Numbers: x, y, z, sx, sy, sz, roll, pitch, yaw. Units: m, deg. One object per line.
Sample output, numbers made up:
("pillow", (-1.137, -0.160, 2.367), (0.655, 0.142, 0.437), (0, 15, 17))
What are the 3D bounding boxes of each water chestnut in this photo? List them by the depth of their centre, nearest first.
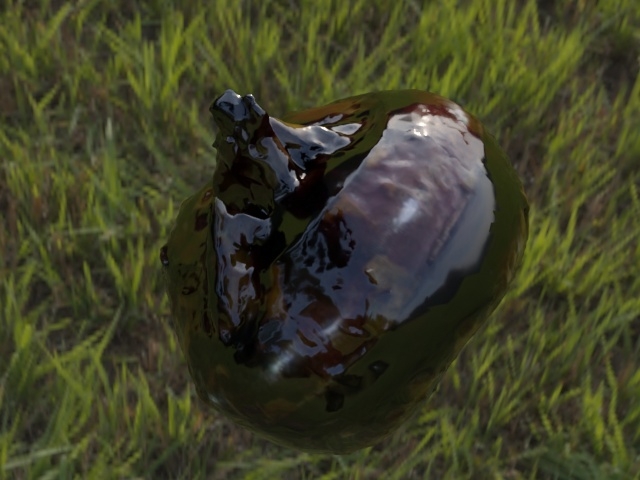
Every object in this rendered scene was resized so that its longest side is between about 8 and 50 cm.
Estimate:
("water chestnut", (0.000, 0.000, 0.993), (0.300, 0.300, 0.300), (3, 52, -3))
